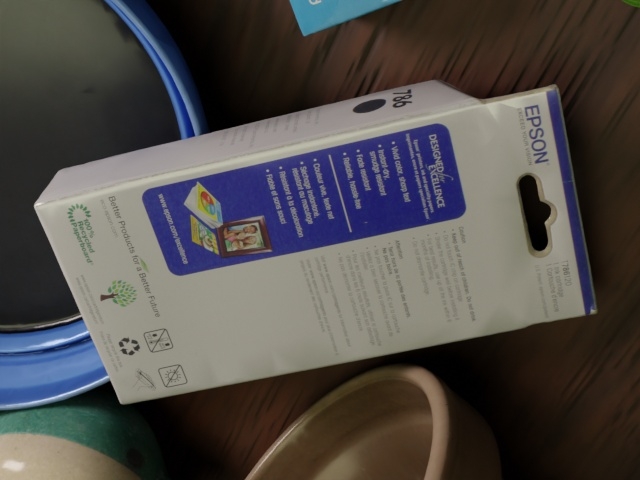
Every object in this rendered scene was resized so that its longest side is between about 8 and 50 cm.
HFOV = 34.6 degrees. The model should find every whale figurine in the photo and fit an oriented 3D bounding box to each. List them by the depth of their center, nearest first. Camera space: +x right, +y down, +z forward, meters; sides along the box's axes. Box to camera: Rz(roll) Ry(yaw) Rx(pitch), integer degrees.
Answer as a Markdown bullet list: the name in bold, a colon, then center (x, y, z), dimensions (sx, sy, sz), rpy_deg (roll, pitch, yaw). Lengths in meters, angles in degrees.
- **whale figurine**: center (-0.178, 0.228, 0.877), dimensions (0.216, 0.141, 0.272), rpy_deg (-20, 127, 31)

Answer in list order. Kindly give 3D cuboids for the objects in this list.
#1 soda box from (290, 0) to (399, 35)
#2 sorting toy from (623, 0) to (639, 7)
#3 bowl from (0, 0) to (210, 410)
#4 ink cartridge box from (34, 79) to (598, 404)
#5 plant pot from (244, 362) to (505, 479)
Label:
- **soda box**: center (-0.006, -0.237, 0.610), dimensions (0.071, 0.067, 0.210), rpy_deg (-14, 106, 29)
- **sorting toy**: center (0.202, -0.176, 0.564), dimensions (0.061, 0.042, 0.102), rpy_deg (42, 136, 21)
- **bowl**: center (-0.264, -0.055, 0.738), dimensions (0.391, 0.077, 0.391), rpy_deg (2, 119, 3)
- **ink cartridge box**: center (0.000, 0.000, 0.672), dimensions (0.332, 0.065, 0.165), rpy_deg (-11, 116, 10)
- **plant pot**: center (0.067, 0.255, 0.710), dimensions (0.229, 0.263, 0.263), rpy_deg (41, 124, -17)
